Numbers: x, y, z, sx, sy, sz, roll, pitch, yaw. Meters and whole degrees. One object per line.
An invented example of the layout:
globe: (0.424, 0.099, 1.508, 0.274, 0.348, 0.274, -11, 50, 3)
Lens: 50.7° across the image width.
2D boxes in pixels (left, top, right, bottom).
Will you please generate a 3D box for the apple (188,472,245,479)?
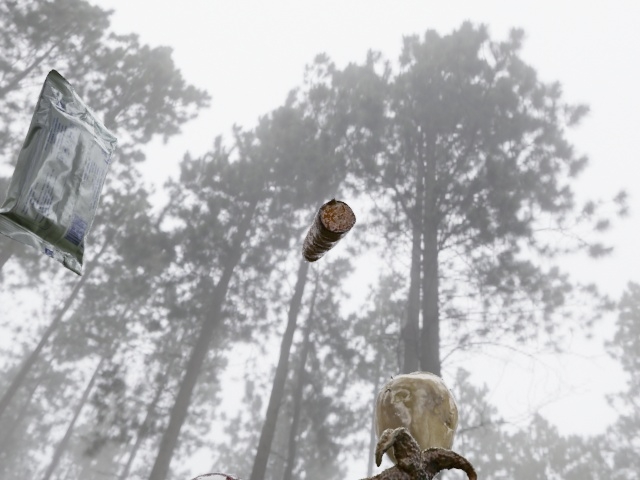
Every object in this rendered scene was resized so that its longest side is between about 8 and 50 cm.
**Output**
apple: (-0.100, 0.274, 0.559, 0.120, 0.153, 0.153, 44, -50, 19)

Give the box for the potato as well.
potato: (0.168, 0.328, 1.231, 0.161, 0.234, 0.128, -18, -61, 33)

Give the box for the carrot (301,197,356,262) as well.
carrot: (0.000, 0.000, 1.296, 0.072, 0.072, 0.205, 23, -33, -9)

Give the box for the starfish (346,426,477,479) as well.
starfish: (0.121, 0.331, 0.935, 0.210, 0.150, 0.053, 2, -9, -27)

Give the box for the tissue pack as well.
tissue pack: (-0.278, -0.073, 0.734, 0.026, 0.193, 0.122, -6, -28, 24)
